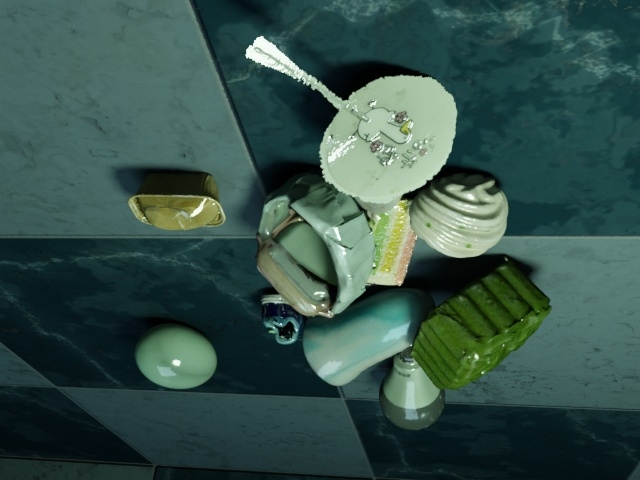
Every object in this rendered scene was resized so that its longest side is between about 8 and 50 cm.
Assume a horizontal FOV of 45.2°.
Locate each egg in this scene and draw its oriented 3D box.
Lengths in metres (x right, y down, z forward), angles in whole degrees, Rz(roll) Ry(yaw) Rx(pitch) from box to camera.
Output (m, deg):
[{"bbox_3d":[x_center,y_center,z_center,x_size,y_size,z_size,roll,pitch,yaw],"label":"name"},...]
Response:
[{"bbox_3d":[-0.381,0.308,2.042,0.230,0.168,0.168,24,146,-32],"label":"egg"}]

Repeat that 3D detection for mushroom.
[{"bbox_3d":[0.081,-0.130,1.283,0.116,0.093,0.225,20,159,19],"label":"mushroom"}]

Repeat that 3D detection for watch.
[{"bbox_3d":[0.000,0.000,1.424,0.253,0.162,0.241,47,145,-3],"label":"watch"}]

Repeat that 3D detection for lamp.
[{"bbox_3d":[0.228,0.378,2.082,0.181,0.182,0.314,-9,126,24],"label":"lamp"}]

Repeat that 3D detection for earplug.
[{"bbox_3d":[0.128,0.197,1.778,0.185,0.185,0.324,28,136,-32],"label":"earplug"}]

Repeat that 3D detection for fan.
[{"bbox_3d":[0.053,-0.192,1.155,0.233,0.012,0.414,-46,131,16],"label":"fan"}]

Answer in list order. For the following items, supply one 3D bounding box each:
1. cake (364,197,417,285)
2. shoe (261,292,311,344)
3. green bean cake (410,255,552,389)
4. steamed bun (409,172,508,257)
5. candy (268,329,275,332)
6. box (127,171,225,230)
[{"bbox_3d":[0.132,-0.018,1.518,0.109,0.090,0.226,8,131,-2],"label":"cake"},{"bbox_3d":[-0.084,0.202,1.871,0.091,0.106,0.207,-6,153,22],"label":"shoe"},{"bbox_3d":[0.330,0.187,1.611,0.249,0.156,0.247,-32,159,-22],"label":"green bean cake"},{"bbox_3d":[0.252,-0.037,1.376,0.182,0.106,0.183,-2,145,-1],"label":"steamed bun"},{"bbox_3d":[-0.039,0.253,2.013,0.202,0.061,0.061,9,151,12],"label":"candy"},{"bbox_3d":[-0.266,-0.068,1.444,0.177,0.111,0.111,2,150,8],"label":"box"}]
